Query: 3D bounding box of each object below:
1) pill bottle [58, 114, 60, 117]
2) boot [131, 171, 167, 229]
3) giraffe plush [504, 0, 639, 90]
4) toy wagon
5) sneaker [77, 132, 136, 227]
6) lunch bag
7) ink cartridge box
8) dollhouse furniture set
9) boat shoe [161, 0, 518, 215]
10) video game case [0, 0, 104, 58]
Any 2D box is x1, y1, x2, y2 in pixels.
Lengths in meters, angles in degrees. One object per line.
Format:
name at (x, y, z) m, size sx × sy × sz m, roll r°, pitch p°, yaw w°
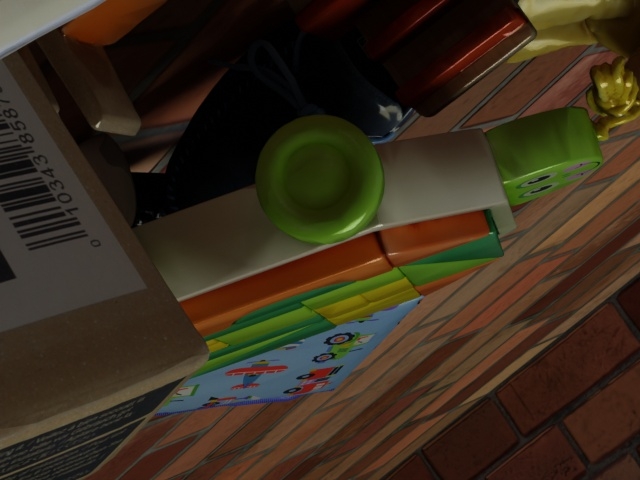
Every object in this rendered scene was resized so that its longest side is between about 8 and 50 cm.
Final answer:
pill bottle at (-0.199, -0.021, 0.863) m, size 0.169 × 0.094 × 0.094 m, roll -31°, pitch 167°, yaw -15°
boot at (-0.081, -0.029, 1.187) m, size 0.099 × 0.121 × 0.045 m, roll 0°, pitch 120°, yaw -19°
giraffe plush at (0.220, -0.140, 1.267) m, size 0.210 × 0.170 × 0.181 m, roll -28°, pitch 165°, yaw -24°
toy wagon at (0.000, 0.000, 0.963) m, size 0.344 × 0.068 × 0.267 m, roll -19°, pitch 171°, yaw 5°
sneaker at (-0.153, -0.007, 1.117) m, size 0.061 × 0.053 × 0.152 m, roll -19°, pitch 161°, yaw -39°
lunch bag at (-0.106, 0.054, 1.329) m, size 0.293 × 0.138 × 0.221 m, roll -17°, pitch 164°, yaw -24°
ink cartridge box at (-0.177, -0.013, 0.635) m, size 0.193 × 0.234 × 0.088 m, roll -18°, pitch 160°, yaw -52°
dollhouse furniture set at (0.000, -0.138, 0.827) m, size 0.262 × 0.135 × 0.259 m, roll -37°, pitch 167°, yaw 15°
boat shoe at (0.009, -0.098, 1.095) m, size 0.258 × 0.109 × 0.089 m, roll -47°, pitch -174°, yaw -1°
video game case at (-0.086, -0.127, 0.454) m, size 0.244 × 0.269 × 0.061 m, roll -30°, pitch 123°, yaw -12°
